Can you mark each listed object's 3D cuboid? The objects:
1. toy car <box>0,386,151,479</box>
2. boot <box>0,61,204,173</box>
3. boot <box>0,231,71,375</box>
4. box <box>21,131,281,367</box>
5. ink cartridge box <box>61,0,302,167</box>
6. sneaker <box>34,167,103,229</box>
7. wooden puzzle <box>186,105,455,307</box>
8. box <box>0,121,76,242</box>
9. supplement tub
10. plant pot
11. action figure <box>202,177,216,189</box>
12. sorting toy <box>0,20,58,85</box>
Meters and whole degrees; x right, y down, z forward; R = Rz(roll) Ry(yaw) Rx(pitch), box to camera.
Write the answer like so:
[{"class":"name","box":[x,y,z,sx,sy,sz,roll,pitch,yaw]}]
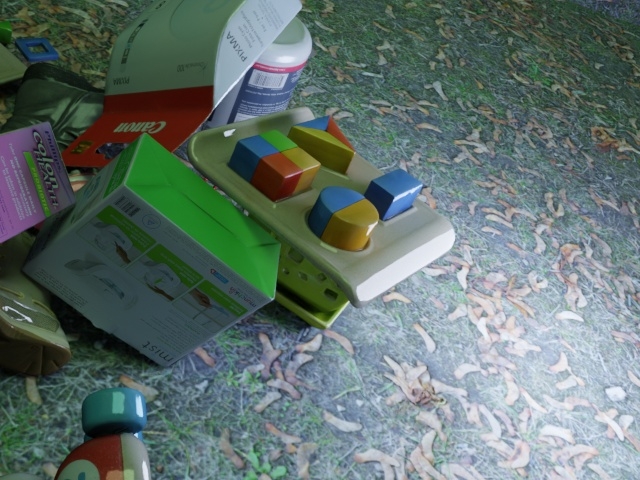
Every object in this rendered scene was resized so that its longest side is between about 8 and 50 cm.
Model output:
[{"class":"toy car","box":[-0.308,0.304,0.946,0.238,0.210,0.219,-3,59,-16]},{"class":"boot","box":[-0.384,-0.171,1.493,0.338,0.118,0.222,11,48,-10]},{"class":"boot","box":[-0.450,0.052,1.135,0.262,0.095,0.203,38,21,-48]},{"class":"box","box":[-0.229,0.026,1.185,0.262,0.231,0.126,39,33,-26]},{"class":"ink cartridge box","box":[-0.249,-0.273,1.343,0.308,0.091,0.385,6,50,44]},{"class":"sneaker","box":[-0.306,-0.023,1.352,0.314,0.116,0.136,5,46,-26]},{"class":"wooden puzzle","box":[0.021,-0.082,1.279,0.348,0.080,0.322,42,34,16]},{"class":"box","box":[-0.453,-0.048,1.029,0.214,0.117,0.243,-14,13,10]},{"class":"supplement tub","box":[-0.146,-0.304,1.624,0.191,0.272,0.191,16,41,-14]},{"class":"plant pot","box":[0.000,0.000,1.431,0.227,0.207,0.228,34,39,7]},{"class":"action figure","box":[-0.206,-0.068,1.529,0.038,0.030,0.115,21,41,-16]},{"class":"sorting toy","box":[-0.644,-0.315,1.530,0.196,0.047,0.348,38,40,17]}]
